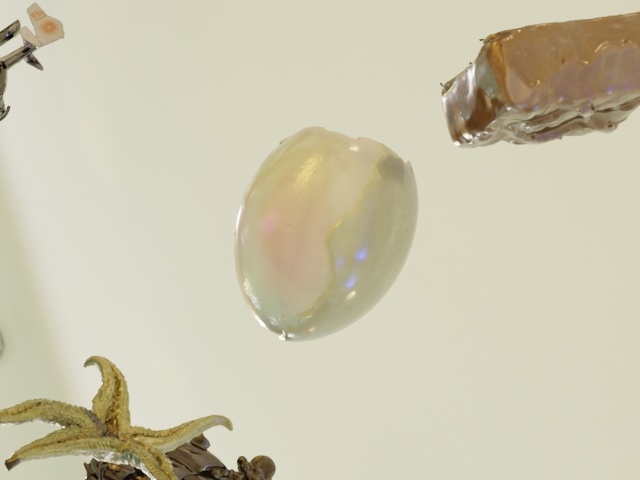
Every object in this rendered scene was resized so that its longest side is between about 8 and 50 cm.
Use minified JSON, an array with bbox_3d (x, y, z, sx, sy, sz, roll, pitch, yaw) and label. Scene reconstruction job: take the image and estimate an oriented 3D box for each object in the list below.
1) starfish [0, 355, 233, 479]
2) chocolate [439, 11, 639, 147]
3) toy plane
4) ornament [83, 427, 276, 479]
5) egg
[{"bbox_3d":[-0.164,0.164,0.913,0.217,0.223,0.050,34,-65,45],"label":"starfish"},{"bbox_3d":[0.239,-0.153,1.111,0.148,0.214,0.093,138,-58,-68],"label":"chocolate"},{"bbox_3d":[-0.333,-0.163,1.100,0.078,0.197,0.053,46,-22,9],"label":"toy plane"},{"bbox_3d":[-0.181,0.338,1.360,0.251,0.260,0.106,44,3,-5],"label":"ornament"},{"bbox_3d":[0.000,0.000,1.129,0.183,0.183,0.217,12,-99,56],"label":"egg"}]
